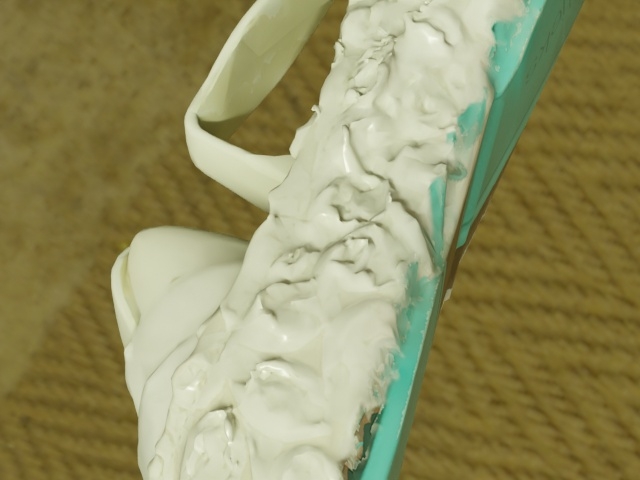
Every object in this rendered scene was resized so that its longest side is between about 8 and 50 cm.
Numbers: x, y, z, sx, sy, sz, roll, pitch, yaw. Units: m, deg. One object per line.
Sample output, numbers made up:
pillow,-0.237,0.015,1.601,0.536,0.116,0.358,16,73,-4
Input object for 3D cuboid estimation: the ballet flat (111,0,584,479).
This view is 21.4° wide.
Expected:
ballet flat,0.000,0.000,0.642,0.147,0.147,0.409,2,50,27
